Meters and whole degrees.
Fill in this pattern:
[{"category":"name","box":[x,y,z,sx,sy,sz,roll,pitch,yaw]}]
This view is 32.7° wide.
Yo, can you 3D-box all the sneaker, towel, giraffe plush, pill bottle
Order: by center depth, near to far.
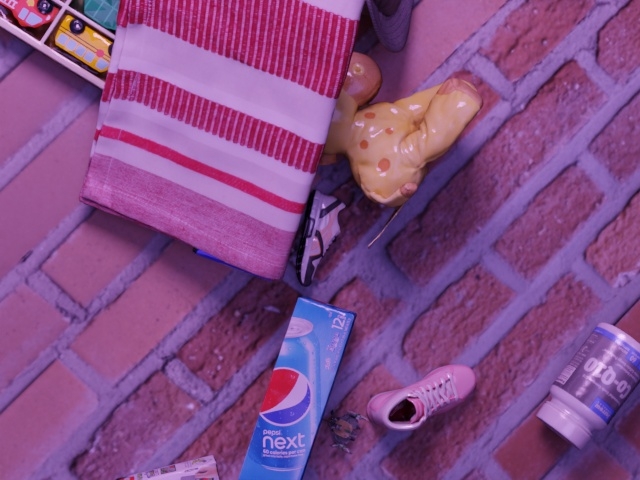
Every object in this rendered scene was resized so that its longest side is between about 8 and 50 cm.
[{"category":"towel","box":[-0.105,-0.138,1.088,0.237,0.037,0.329,21,117,7]},{"category":"giraffe plush","box":[0.048,-0.123,1.164,0.170,0.181,0.210,38,68,1]},{"category":"sneaker","box":[0.000,0.000,1.220,0.043,0.040,0.109,13,91,-13]},{"category":"sneaker","box":[0.123,0.182,1.238,0.134,0.070,0.051,-18,94,-10]},{"category":"pill bottle","box":[0.318,0.171,1.270,0.078,0.078,0.137,39,86,-10]}]

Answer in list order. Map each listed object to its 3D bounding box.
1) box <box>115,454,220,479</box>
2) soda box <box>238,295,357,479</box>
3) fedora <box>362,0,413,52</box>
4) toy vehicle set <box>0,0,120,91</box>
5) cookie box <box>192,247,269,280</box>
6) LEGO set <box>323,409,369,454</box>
[{"category":"box","box":[-0.151,0.354,1.213,0.114,0.036,0.207,-11,95,-10]},{"category":"soda box","box":[-0.024,0.170,1.202,0.067,0.071,0.210,18,90,5]},{"category":"fedora","box":[0.023,-0.337,1.138,0.124,0.244,0.275,5,95,18]},{"category":"toy vehicle set","box":[-0.290,-0.293,1.150,0.267,0.035,0.166,32,87,-11]},{"category":"cookie box","box":[-0.080,-0.021,1.203,0.092,0.040,0.107,21,89,-11]},{"category":"LEGO set","box":[0.015,0.218,1.248,0.083,0.023,0.054,-5,92,3]}]
